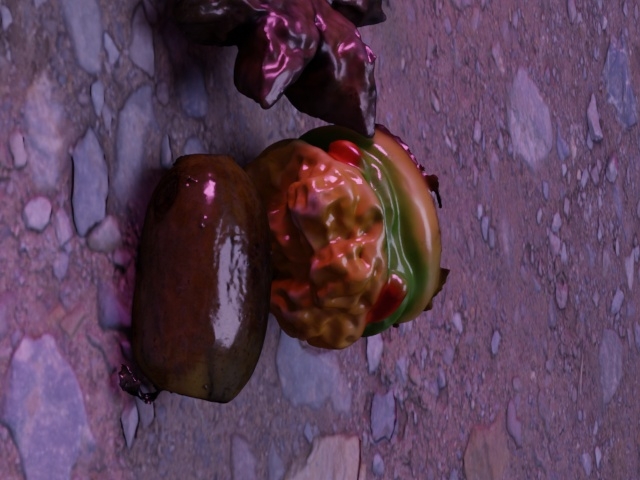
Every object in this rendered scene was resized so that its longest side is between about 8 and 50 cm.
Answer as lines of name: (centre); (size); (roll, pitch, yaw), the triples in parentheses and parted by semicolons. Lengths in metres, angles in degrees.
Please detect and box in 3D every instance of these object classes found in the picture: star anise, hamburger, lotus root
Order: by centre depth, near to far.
lotus root: (-0.105, 0.035, 1.512); (0.124, 0.123, 0.241); (29, 65, -68)
star anise: (-0.031, -0.228, 1.602); (0.315, 0.108, 0.315); (27, 40, -25)
hamburger: (0.000, 0.000, 1.625); (0.149, 0.237, 0.237); (-20, 107, -36)
